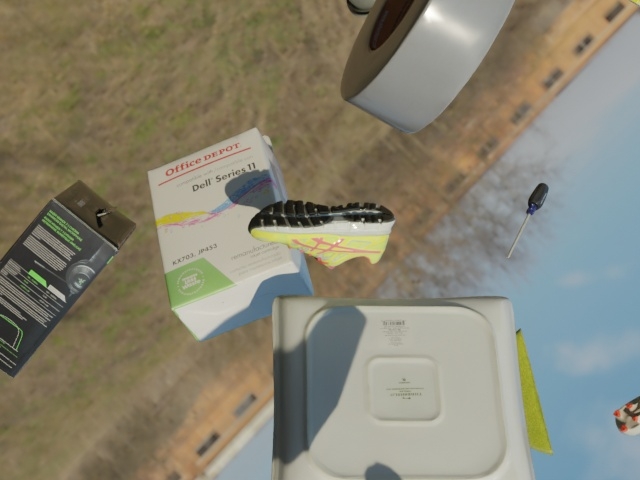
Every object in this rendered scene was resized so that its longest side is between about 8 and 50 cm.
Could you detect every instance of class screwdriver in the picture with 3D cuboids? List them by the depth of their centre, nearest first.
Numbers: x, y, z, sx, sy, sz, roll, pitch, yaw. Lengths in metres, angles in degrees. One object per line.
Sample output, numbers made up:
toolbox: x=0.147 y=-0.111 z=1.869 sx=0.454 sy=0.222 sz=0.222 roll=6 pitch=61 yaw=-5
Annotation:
screwdriver: x=0.315 y=-0.033 z=1.812 sx=0.170 sy=0.024 sz=0.025 roll=-55 pitch=168 yaw=-43

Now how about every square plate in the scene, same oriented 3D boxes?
square plate: x=0.107 y=0.210 z=1.596 sx=0.049 sy=0.347 sz=0.344 roll=94 pitch=-4 yaw=-55

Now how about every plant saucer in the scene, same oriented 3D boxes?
plant saucer: x=0.305 y=0.234 z=1.804 sx=0.045 sy=0.188 sz=0.188 roll=-14 pitch=171 yaw=7

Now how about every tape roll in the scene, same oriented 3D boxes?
tape roll: x=0.105 y=-0.213 z=1.139 sx=0.219 sy=0.072 sz=0.219 roll=-55 pitch=-165 yaw=22

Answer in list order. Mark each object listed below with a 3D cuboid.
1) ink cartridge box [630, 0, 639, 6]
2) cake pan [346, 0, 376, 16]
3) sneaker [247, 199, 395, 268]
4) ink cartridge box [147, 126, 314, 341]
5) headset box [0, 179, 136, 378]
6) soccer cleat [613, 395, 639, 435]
ink cartridge box: x=0.384 y=-0.322 z=1.322 sx=0.127 sy=0.176 sz=0.128 roll=-59 pitch=-172 yaw=21
cake pan: x=0.127 y=-0.492 z=1.900 sx=0.293 sy=0.054 sz=0.293 roll=-39 pitch=-149 yaw=29
sneaker: x=0.000 y=0.000 z=1.691 sx=0.081 sy=0.208 sz=0.094 roll=-96 pitch=-170 yaw=-60
ink cartridge box: x=-0.155 y=-0.040 z=1.910 sx=0.207 sy=0.354 sz=0.119 roll=-22 pitch=143 yaw=7
headset box: x=-0.430 y=0.045 z=1.899 sx=0.283 sy=0.131 sz=0.246 roll=-50 pitch=-172 yaw=5
soccer cleat: x=0.546 y=0.249 z=1.853 sx=0.076 sy=0.068 sz=0.196 roll=11 pitch=142 yaw=-39
